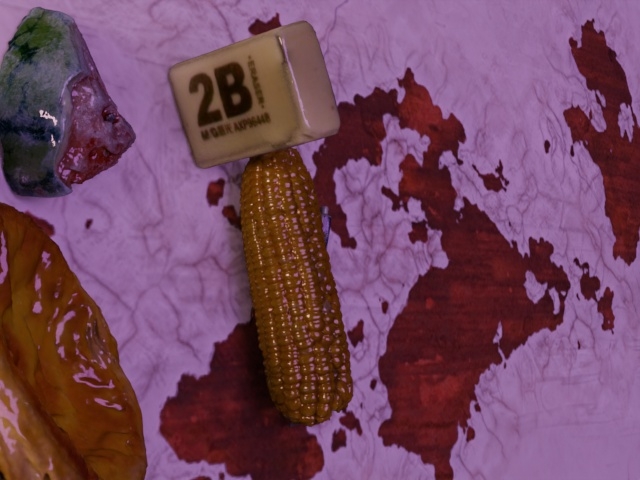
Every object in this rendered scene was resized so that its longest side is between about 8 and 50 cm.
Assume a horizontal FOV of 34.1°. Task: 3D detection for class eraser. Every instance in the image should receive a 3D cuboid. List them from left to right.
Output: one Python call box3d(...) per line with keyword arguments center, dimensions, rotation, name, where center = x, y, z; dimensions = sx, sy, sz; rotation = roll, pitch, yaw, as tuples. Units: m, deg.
box3d(center=(-0.070, -0.145, 1.058), dimensions=(0.058, 0.172, 0.117), rotation=(-22, 100, -47), name="eraser")

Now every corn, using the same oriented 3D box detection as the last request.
box3d(center=(-0.032, 0.048, 1.123), dimensions=(0.102, 0.102, 0.312), rotation=(-12, 89, -49), name="corn")

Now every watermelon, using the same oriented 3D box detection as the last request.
box3d(center=(-0.221, -0.124, 0.966), dimensions=(0.139, 0.071, 0.187), rotation=(17, 69, -50), name="watermelon")

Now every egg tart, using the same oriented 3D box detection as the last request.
box3d(center=(-0.242, 0.103, 0.803), dimensions=(0.295, 0.116, 0.294), rotation=(-24, 90, -86), name="egg tart")

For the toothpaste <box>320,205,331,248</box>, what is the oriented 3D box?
box3d(center=(0.000, 0.000, 1.228), dimensions=(0.027, 0.019, 0.083), rotation=(31, 63, -61), name="toothpaste")
